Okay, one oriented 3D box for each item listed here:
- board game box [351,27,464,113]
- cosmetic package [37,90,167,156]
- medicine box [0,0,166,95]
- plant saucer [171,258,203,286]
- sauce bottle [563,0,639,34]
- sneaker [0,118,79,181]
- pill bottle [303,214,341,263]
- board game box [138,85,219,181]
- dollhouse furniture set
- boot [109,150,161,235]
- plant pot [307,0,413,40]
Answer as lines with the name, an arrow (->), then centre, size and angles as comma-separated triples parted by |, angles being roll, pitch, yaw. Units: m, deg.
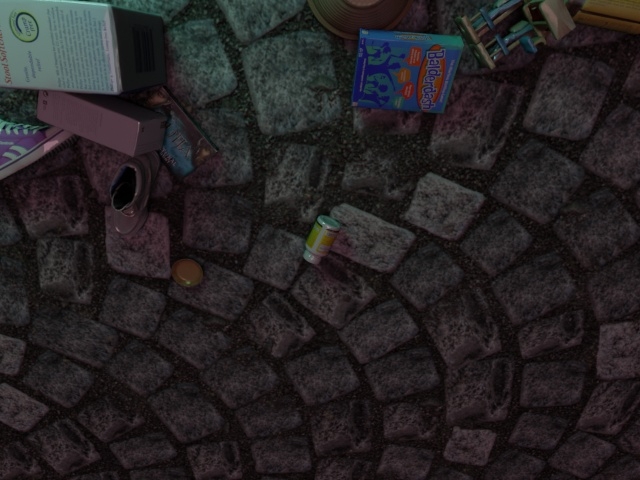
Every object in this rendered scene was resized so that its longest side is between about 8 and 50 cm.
board game box -> 0.178, -0.359, 0.970 | 0.210, 0.047, 0.160 | 3, 138, -1
cosmetic package -> -0.469, -0.265, 0.983 | 0.231, 0.117, 0.085 | 23, 113, 5
medicine box -> -0.484, -0.377, 0.875 | 0.289, 0.263, 0.149 | 3, 113, -1
plant saucer -> -0.355, 0.084, 1.213 | 0.083, 0.015, 0.083 | 0, 114, 0
sauce bottle -> 0.647, -0.476, 0.917 | 0.344, 0.111, 0.111 | 10, 113, -6
sneaker -> -0.700, -0.242, 1.027 | 0.282, 0.102, 0.161 | -21, 109, 9
pill bottle -> 0.000, 0.000, 1.149 | 0.065, 0.065, 0.116 | 23, 111, -10
board game box -> -0.347, -0.247, 1.062 | 0.126, 0.026, 0.186 | -35, 109, 15
dollhouse furniture set -> 0.372, -0.431, 0.894 | 0.129, 0.183, 0.129 | -36, 109, 15
boot -> -0.459, -0.096, 1.065 | 0.095, 0.123, 0.258 | 25, 119, -6
plant pot -> 0.083, -0.524, 0.896 | 0.237, 0.109, 0.237 | 0, 113, -1
